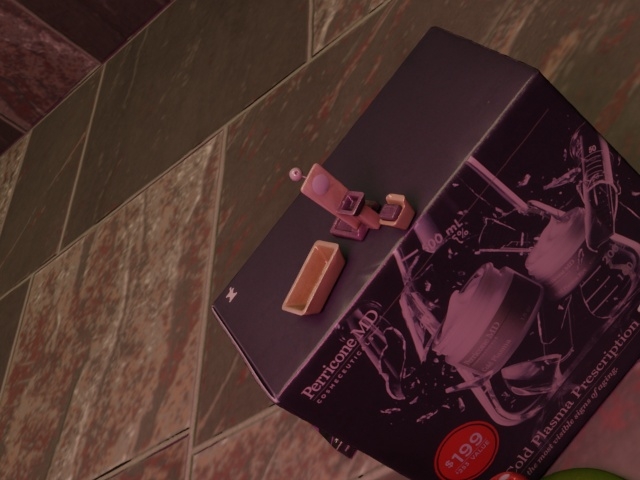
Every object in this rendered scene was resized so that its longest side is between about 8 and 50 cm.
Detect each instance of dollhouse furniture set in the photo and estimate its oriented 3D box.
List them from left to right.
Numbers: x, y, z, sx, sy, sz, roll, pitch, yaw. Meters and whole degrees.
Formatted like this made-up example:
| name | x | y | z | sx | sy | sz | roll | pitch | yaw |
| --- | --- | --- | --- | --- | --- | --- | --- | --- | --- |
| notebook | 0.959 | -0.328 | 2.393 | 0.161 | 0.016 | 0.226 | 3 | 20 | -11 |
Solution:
| name | x | y | z | sx | sy | sz | roll | pitch | yaw |
| --- | --- | --- | --- | --- | --- | --- | --- | --- | --- |
| dollhouse furniture set | 0.000 | 0.000 | 0.786 | 0.091 | 0.081 | 0.114 | 11 | 70 | 53 |

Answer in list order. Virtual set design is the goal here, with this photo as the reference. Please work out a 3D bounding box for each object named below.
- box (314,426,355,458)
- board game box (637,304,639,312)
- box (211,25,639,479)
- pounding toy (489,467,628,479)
| name | x | y | z | sx | sy | sz | roll | pitch | yaw |
| --- | --- | --- | --- | --- | --- | --- | --- | --- | --- |
| box | 0.024 | 0.177 | 1.225 | 0.116 | 0.029 | 0.162 | -55 | 33 | -1 |
| board game box | 0.414 | -0.006 | 0.762 | 0.224 | 0.097 | 0.303 | -61 | 19 | -9 |
| box | 0.135 | 0.042 | 0.940 | 0.343 | 0.312 | 0.179 | -52 | 32 | 4 |
| pounding toy | 0.176 | 0.288 | 0.848 | 0.237 | 0.110 | 0.183 | -58 | 32 | -6 |
